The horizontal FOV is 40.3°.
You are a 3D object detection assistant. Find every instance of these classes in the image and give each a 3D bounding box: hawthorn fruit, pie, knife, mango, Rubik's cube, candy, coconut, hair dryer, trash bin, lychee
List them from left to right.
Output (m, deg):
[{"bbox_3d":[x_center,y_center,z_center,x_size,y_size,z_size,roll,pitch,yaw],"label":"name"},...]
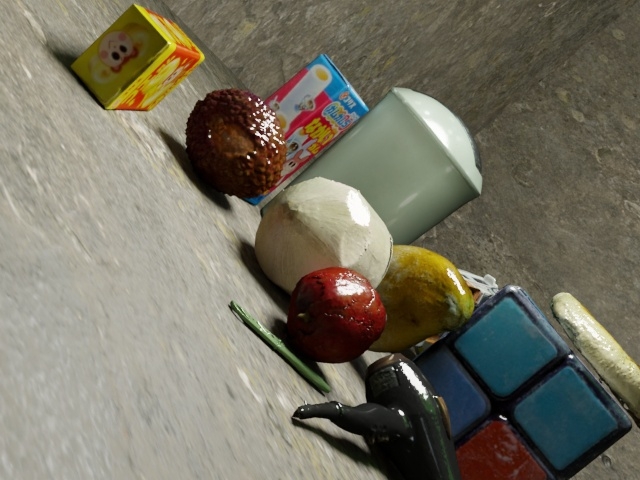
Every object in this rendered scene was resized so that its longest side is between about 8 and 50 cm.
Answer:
[{"bbox_3d":[-0.286,-0.288,1.408,0.088,0.146,0.276,48,9,-4],"label":"candy"},{"bbox_3d":[-0.140,-0.164,1.527,0.188,0.188,0.188,49,8,-9],"label":"lychee"},{"bbox_3d":[-0.052,0.146,1.181,0.207,0.014,0.030,46,11,-28],"label":"knife"},{"bbox_3d":[-0.064,-0.210,1.691,0.100,0.305,0.157,53,8,20],"label":"candy"},{"bbox_3d":[0.000,0.000,1.444,0.234,0.224,0.224,40,13,-42],"label":"coconut"},{"bbox_3d":[0.009,0.110,1.257,0.148,0.148,0.172,53,24,15],"label":"hawthorn fruit"},{"bbox_3d":[0.119,-0.106,1.780,0.280,0.432,0.280,50,7,-9],"label":"trash bin"},{"bbox_3d":[0.078,0.277,1.149,0.359,0.120,0.304,24,40,-51],"label":"hair dryer"},{"bbox_3d":[0.135,0.102,1.535,0.146,0.193,0.316,17,-14,-39],"label":"mango"},{"bbox_3d":[0.329,0.286,1.580,0.318,0.316,0.313,51,7,11],"label":"Rubik's cube"},{"bbox_3d":[0.532,0.227,1.584,0.337,0.075,0.337,51,7,-9],"label":"pie"}]

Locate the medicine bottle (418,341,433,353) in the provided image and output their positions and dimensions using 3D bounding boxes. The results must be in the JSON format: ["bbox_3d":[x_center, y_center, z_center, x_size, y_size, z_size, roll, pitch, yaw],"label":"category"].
[{"bbox_3d":[0.327,0.292,2.168,0.143,0.143,0.258,49,7,-14],"label":"medicine bottle"}]

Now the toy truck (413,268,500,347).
[{"bbox_3d":[0.247,0.128,1.984,0.387,0.173,0.207,17,18,-32],"label":"toy truck"}]
